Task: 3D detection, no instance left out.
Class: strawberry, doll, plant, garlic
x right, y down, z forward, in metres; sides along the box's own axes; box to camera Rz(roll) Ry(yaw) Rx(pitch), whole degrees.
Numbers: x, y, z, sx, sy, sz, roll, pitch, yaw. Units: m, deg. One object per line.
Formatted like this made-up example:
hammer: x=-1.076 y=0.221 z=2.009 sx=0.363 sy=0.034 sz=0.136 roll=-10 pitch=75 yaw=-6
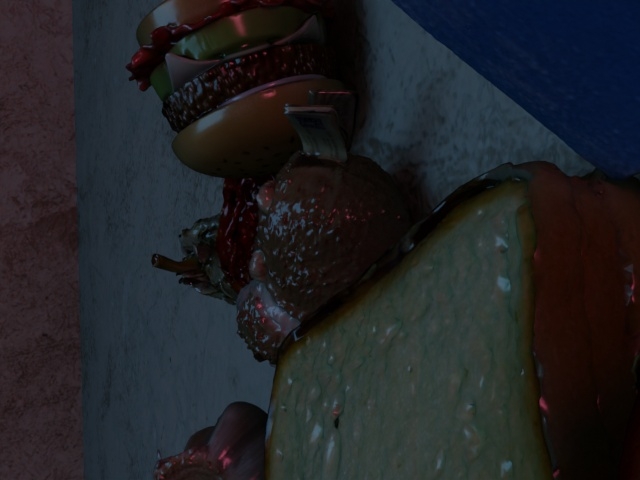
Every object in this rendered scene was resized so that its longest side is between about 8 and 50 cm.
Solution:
strawberry: x=-0.057 y=-0.030 z=0.923 sx=0.121 sy=0.082 sz=0.188 roll=178 pitch=88 yaw=-73
doll: x=0.005 y=-0.004 z=0.714 sx=0.115 sy=0.105 sz=0.221 roll=26 pitch=122 yaw=26
plant: x=-0.119 y=0.027 z=1.045 sx=0.116 sy=0.122 sz=0.104 roll=-51 pitch=55 yaw=50
garlic: x=-0.061 y=0.219 z=0.922 sx=0.131 sy=0.127 sz=0.194 roll=56 pitch=180 yaw=20

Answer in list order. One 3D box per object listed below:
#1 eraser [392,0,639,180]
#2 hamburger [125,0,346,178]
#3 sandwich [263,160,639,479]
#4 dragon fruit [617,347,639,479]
eraser: x=0.138 y=-0.105 z=0.313 sx=0.042 sy=0.144 sz=0.312 roll=-58 pitch=11 yaw=-19
hamburger: x=-0.053 y=-0.119 z=0.811 sx=0.136 sy=0.175 sz=0.175 roll=70 pitch=157 yaw=6
sandwich: x=0.067 y=0.129 z=0.520 sx=0.301 sy=0.099 sz=0.271 roll=135 pitch=141 yaw=-54
dragon fruit: x=0.165 y=0.035 z=0.273 sx=0.125 sy=0.126 sz=0.246 roll=-84 pitch=13 yaw=-48
